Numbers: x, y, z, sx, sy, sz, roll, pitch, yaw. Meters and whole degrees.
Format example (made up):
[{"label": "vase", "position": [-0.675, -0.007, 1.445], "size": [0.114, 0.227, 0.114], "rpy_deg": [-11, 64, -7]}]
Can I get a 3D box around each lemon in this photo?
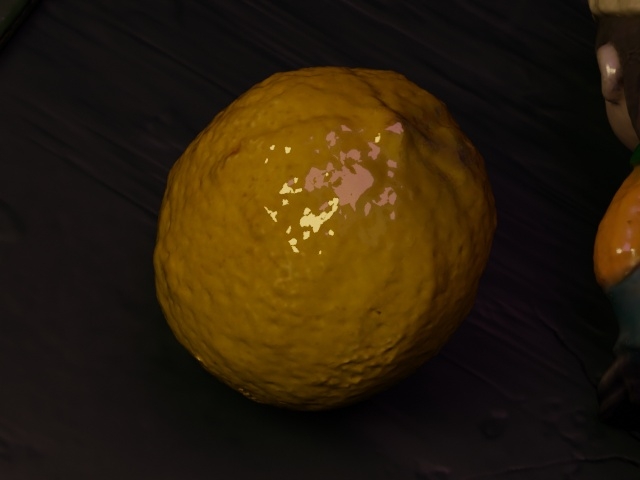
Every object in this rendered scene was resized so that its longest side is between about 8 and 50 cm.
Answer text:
[{"label": "lemon", "position": [0.000, -0.002, 1.040], "size": [0.180, 0.193, 0.180], "rpy_deg": [7, 33, -4]}]

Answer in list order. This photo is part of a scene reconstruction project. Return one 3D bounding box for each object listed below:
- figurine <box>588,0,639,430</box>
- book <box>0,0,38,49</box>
[{"label": "figurine", "position": [0.242, -0.059, 1.127], "size": [0.185, 0.204, 0.332], "rpy_deg": [10, 58, -11]}, {"label": "book", "position": [-0.306, -0.169, 1.155], "size": [0.260, 0.043, 0.371], "rpy_deg": [30, 59, 2]}]
